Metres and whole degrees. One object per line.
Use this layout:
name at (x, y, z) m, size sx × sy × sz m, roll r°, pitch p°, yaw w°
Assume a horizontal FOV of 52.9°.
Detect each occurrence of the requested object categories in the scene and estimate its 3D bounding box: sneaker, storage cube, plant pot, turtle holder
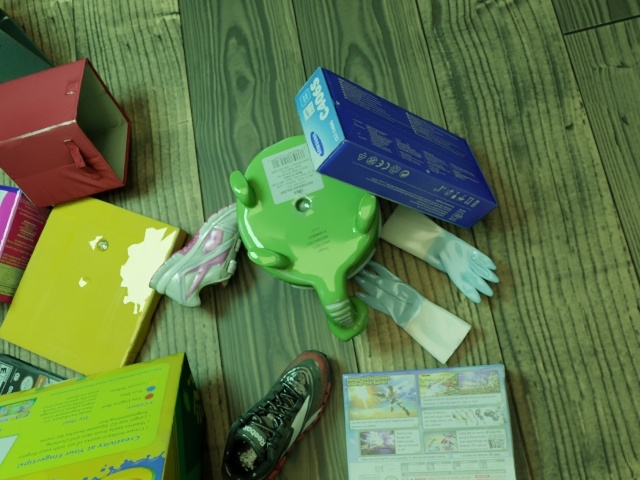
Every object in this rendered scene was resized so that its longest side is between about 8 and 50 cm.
sneaker at (-0.197, 0.027, 1.203) m, size 0.111 × 0.103 × 0.252 m, roll 45°, pitch 79°, yaw -6°
storage cube at (-0.503, -0.204, 1.247) m, size 0.193 × 0.184 × 0.215 m, roll -13°, pitch 53°, yaw 8°
plant pot at (-0.763, -0.384, 1.343) m, size 0.252 × 0.248 × 0.247 m, roll -44°, pitch 72°, yaw 1°
turtle holder at (0.009, -0.018, 1.100) m, size 0.320 × 0.227 × 0.243 m, roll 41°, pitch 86°, yaw 17°
sneaker at (-0.075, 0.304, 1.083) m, size 0.097 × 0.135 × 0.276 m, roll 33°, pitch 83°, yaw 19°

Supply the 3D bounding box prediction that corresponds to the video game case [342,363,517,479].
video game case at (0.178, 0.337, 1.061) m, size 0.269 × 0.061 × 0.245 m, roll -5°, pitch 76°, yaw 10°

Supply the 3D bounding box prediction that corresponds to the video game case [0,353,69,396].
video game case at (-0.556, 0.384, 1.211) m, size 0.248 × 0.035 × 0.275 m, roll 17°, pitch 79°, yaw 15°

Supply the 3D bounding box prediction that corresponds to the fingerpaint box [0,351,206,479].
fingerpaint box at (-0.414, 0.379, 0.975) m, size 0.444 × 0.371 × 0.163 m, roll -14°, pitch 112°, yaw -2°

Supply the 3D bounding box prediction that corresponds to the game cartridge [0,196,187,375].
game cartridge at (-0.446, 0.086, 1.261) m, size 0.285 × 0.053 × 0.324 m, roll 19°, pitch 83°, yaw 15°

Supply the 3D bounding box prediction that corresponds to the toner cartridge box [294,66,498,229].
toner cartridge box at (0.128, -0.140, 1.041) m, size 0.075 × 0.347 × 0.165 m, roll -45°, pitch 44°, yaw 33°

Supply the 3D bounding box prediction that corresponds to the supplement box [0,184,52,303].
supplement box at (-0.644, 0.008, 1.284) m, size 0.111 × 0.114 × 0.220 m, roll 11°, pitch 77°, yaw 13°

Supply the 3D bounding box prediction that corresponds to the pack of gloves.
pack of gloves at (0.187, 0.072, 1.149) m, size 0.232 × 0.046 × 0.195 m, roll 37°, pitch 97°, yaw 20°
